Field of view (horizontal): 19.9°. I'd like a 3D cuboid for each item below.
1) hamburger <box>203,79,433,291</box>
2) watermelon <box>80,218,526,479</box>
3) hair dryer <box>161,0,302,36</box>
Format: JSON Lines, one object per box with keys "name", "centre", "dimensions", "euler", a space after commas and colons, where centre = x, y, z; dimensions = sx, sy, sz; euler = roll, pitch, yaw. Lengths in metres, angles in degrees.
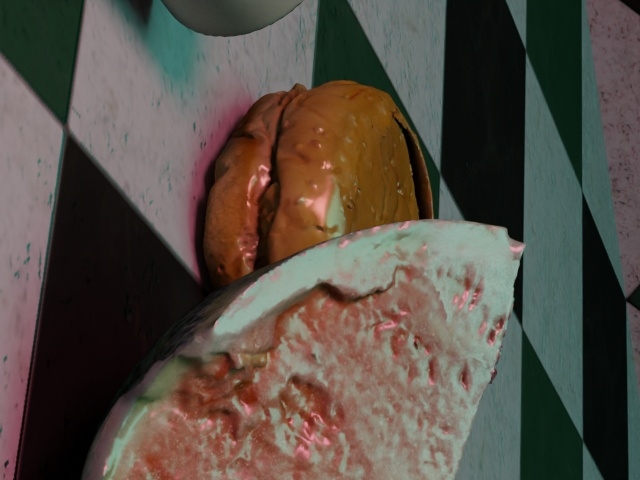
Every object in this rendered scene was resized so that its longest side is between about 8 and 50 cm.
{"name": "hamburger", "centre": [0.000, -0.002, 1.153], "dimensions": [0.214, 0.108, 0.214], "euler": [-2, 90, -68]}
{"name": "watermelon", "centre": [-0.015, 0.119, 0.899], "dimensions": [0.224, 0.180, 0.305], "euler": [49, 60, -70]}
{"name": "hair dryer", "centre": [-0.081, -0.305, 1.030], "dimensions": [0.173, 0.107, 0.357], "euler": [56, 24, -58]}
